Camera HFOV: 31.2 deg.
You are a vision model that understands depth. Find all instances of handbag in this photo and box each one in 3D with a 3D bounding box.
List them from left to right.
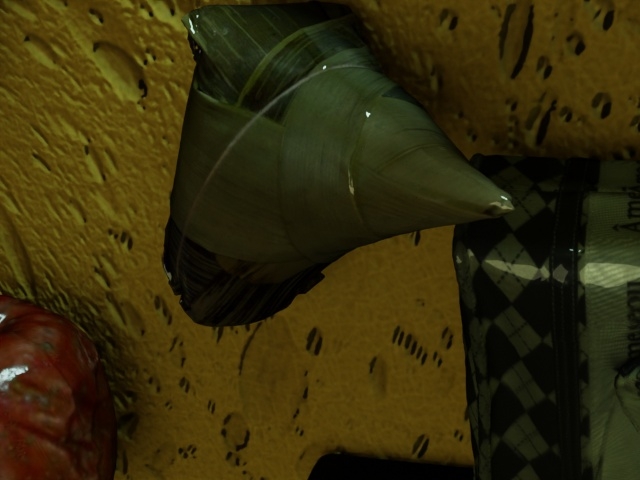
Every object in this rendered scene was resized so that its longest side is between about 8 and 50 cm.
[{"bbox_3d":[0.315,0.101,0.867,0.416,0.180,0.317,2,124,17],"label":"handbag"}]

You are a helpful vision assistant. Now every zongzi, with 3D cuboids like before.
[{"bbox_3d":[0.000,0.000,0.892,0.317,0.154,0.289,47,137,39],"label":"zongzi"}]

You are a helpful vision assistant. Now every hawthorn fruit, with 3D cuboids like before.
[{"bbox_3d":[-0.318,0.192,1.138,0.258,0.258,0.262,27,104,9],"label":"hawthorn fruit"}]

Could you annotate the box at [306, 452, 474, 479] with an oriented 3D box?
[{"bbox_3d":[0.083,0.337,1.130,0.168,0.071,0.259,2,115,22],"label":"box"}]
